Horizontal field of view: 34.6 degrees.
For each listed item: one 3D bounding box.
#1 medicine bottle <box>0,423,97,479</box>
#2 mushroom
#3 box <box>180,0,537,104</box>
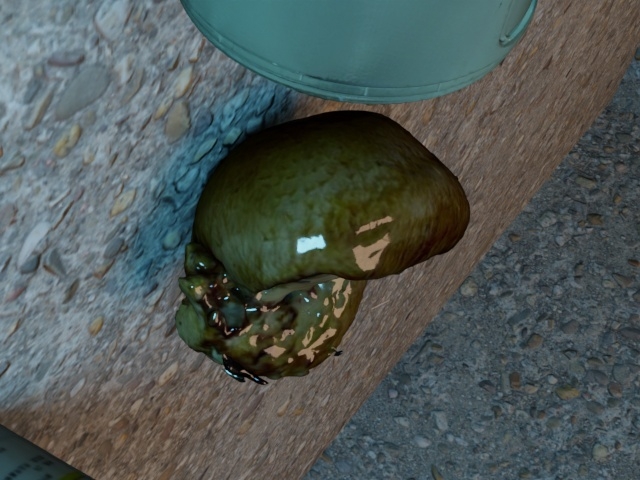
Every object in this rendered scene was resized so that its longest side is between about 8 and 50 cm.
[{"bbox_3d":[-0.218,0.286,0.756,0.238,0.232,0.238,-61,171,-16],"label":"medicine bottle"},{"bbox_3d":[-0.011,-0.006,0.903,0.283,0.195,0.263,-43,-164,-29],"label":"mushroom"},{"bbox_3d":[0.029,-0.206,0.576,0.226,0.226,0.149,-45,161,-34],"label":"box"}]
